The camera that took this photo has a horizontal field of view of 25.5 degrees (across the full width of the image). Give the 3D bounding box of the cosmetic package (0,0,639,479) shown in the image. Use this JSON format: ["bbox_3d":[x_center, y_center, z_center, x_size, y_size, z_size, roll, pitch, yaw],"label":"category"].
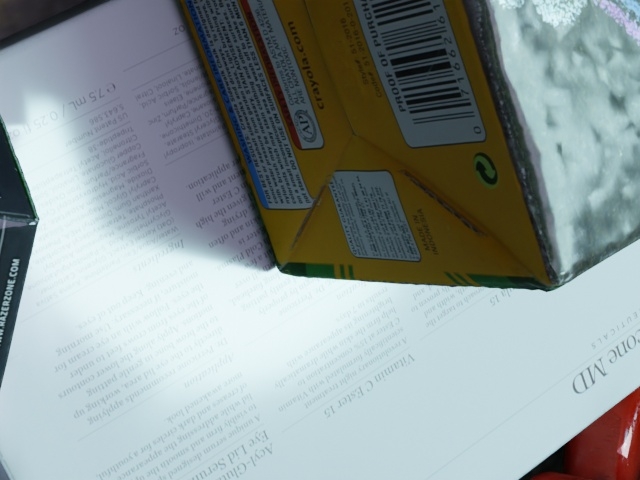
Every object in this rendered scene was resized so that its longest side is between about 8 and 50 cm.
[{"bbox_3d":[0.000,0.000,0.651,0.377,0.097,0.284,-31,106,-28],"label":"cosmetic package"}]

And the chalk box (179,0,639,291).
[{"bbox_3d":[0.110,-0.120,0.558,0.289,0.179,0.180,-27,105,-30],"label":"chalk box"}]

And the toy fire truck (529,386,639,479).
[{"bbox_3d":[0.202,0.216,0.722,0.302,0.169,0.253,-41,131,-56],"label":"toy fire truck"}]

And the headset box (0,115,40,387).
[{"bbox_3d":[-0.252,0.058,0.404,0.283,0.131,0.246,6,114,-24],"label":"headset box"}]
